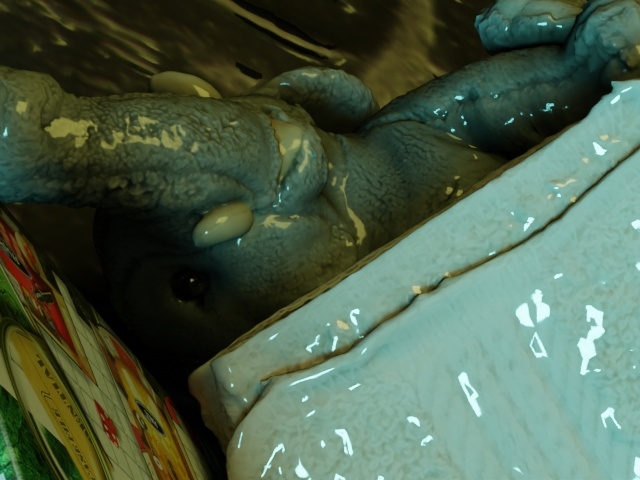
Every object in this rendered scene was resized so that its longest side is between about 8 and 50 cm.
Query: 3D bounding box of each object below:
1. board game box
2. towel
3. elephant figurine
[{"bbox_3d":[-0.042,0.077,0.450,0.136,0.030,0.260,66,4,33],"label":"board game box"},{"bbox_3d":[0.105,0.107,0.529,0.282,0.187,0.049,56,-3,-8],"label":"towel"},{"bbox_3d":[0.000,0.000,0.617,0.239,0.186,0.169,-11,17,-5],"label":"elephant figurine"}]
